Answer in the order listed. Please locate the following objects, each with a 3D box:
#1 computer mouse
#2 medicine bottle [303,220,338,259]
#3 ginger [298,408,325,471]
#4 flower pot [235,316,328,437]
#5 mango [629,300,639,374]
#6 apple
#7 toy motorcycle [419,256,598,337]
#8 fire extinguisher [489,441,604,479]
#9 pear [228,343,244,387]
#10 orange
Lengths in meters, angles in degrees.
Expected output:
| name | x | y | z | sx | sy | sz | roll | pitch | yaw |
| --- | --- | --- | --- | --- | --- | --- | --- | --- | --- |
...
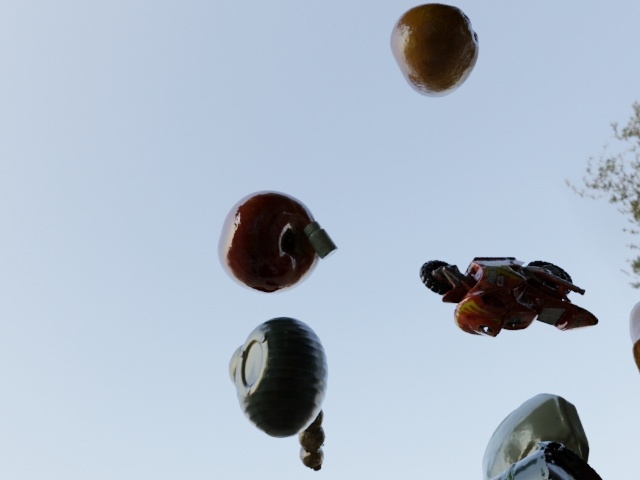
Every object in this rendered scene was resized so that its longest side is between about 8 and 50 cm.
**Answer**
| name | x | y | z | sx | sy | sz | roll | pitch | yaw |
| --- | --- | --- | --- | --- | --- | --- | --- | --- | --- |
| computer mouse | 0.391 | 0.497 | 0.996 | 0.146 | 0.228 | 0.428 | 6 | -81 | -4 |
| medicine bottle | 0.000 | 0.000 | 1.174 | 0.047 | 0.047 | 0.083 | -43 | -106 | 29 |
| ginger | -0.028 | 0.580 | 1.523 | 0.080 | 0.104 | 0.204 | -6 | -69 | -16 |
| flower pot | -0.080 | 0.271 | 1.043 | 0.157 | 0.243 | 0.189 | 30 | -49 | -32 |
| mango | 0.679 | 0.205 | 0.977 | 0.187 | 0.359 | 0.144 | 50 | -55 | 9 |
| apple | -0.125 | 0.006 | 1.278 | 0.217 | 0.260 | 0.260 | 1 | -41 | 51 |
| toy motorcycle | 0.321 | 0.095 | 0.893 | 0.298 | 0.171 | 0.089 | 1 | -54 | -15 |
| fire extinguisher | 0.131 | 0.303 | 0.487 | 0.294 | 0.118 | 0.093 | -48 | -112 | 26 |
| pear | -0.176 | 0.353 | 1.427 | 0.167 | 0.136 | 0.167 | -19 | -39 | -16 |
| orange | 0.194 | -0.324 | 0.866 | 0.136 | 0.159 | 0.159 | -30 | -60 | 20 |
